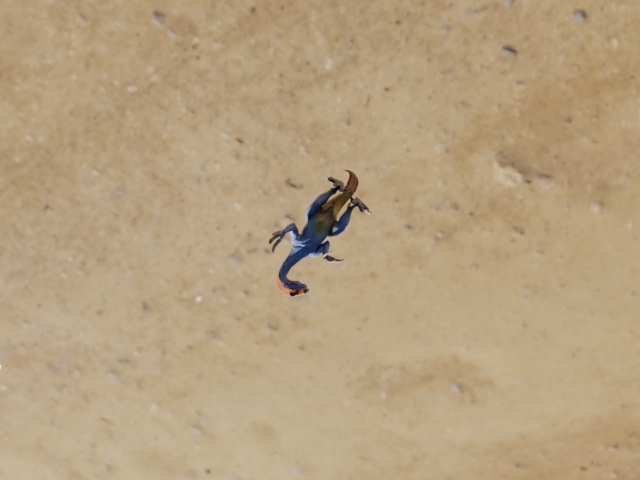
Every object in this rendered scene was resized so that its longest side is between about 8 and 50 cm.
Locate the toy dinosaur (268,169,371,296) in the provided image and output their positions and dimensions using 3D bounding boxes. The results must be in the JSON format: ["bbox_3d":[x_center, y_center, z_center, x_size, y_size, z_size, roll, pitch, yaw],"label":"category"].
[{"bbox_3d":[0.000,0.000,0.763,0.047,0.090,0.082,40,112,7],"label":"toy dinosaur"}]
